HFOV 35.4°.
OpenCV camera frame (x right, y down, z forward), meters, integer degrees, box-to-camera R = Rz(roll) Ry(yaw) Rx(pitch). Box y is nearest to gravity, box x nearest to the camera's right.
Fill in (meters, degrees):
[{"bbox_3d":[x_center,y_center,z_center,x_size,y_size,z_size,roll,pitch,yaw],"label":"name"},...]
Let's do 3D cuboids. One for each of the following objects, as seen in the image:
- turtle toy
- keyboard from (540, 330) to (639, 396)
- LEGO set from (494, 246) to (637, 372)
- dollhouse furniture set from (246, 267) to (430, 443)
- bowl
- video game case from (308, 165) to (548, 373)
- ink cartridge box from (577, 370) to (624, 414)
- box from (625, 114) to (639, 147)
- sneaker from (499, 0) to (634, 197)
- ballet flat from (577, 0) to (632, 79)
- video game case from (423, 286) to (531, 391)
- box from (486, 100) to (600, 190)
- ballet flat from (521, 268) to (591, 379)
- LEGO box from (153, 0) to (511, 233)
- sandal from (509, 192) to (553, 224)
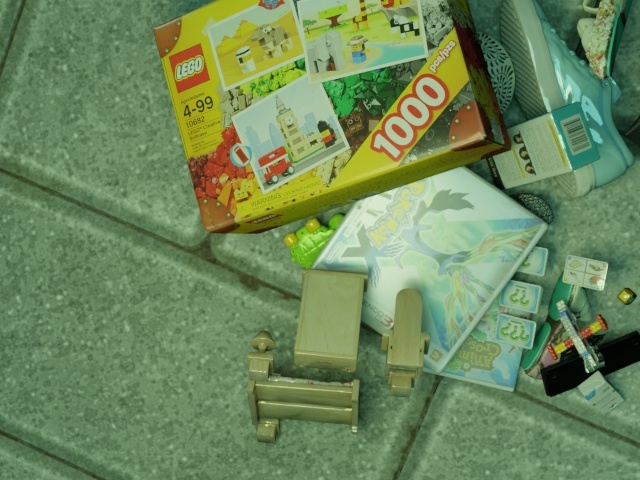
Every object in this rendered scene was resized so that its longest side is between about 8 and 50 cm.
[{"bbox_3d":[0.000,0.000,1.829,0.130,0.066,0.095,-34,100,10],"label":"turtle toy"},{"bbox_3d":[0.474,0.201,1.762,0.192,0.038,0.100,-22,127,-3],"label":"keyboard"},{"bbox_3d":[0.405,0.112,1.697,0.244,0.060,0.183,14,97,39],"label":"LEGO set"},{"bbox_3d":[0.032,0.224,1.801,0.303,0.356,0.174,5,54,4],"label":"dollhouse furniture set"},{"bbox_3d":[0.240,-0.271,1.722,0.170,0.080,0.170,9,108,29],"label":"bowl"},{"bbox_3d":[0.181,0.020,1.756,0.300,0.036,0.329,35,100,2],"label":"video game case"},{"bbox_3d":[0.498,0.271,1.778,0.048,0.028,0.083,-40,130,12],"label":"ink cartridge box"},{"bbox_3d":[0.667,-0.164,1.622,0.270,0.143,0.165,41,67,4],"label":"box"},{"bbox_3d":[0.423,-0.263,1.709,0.150,0.135,0.366,-21,93,-10],"label":"sneaker"},{"bbox_3d":[0.472,-0.372,1.671,0.077,0.091,0.241,11,67,25],"label":"ballet flat"},{"bbox_3d":[0.266,0.159,1.822,0.212,0.023,0.193,12,99,9],"label":"video game case"},{"bbox_3d":[0.357,-0.152,1.661,0.060,0.244,0.101,-22,93,-18],"label":"box"},{"bbox_3d":[0.431,0.149,1.773,0.079,0.077,0.222,18,105,-11],"label":"ballet flat"},{"bbox_3d":[0.017,-0.256,1.662,0.500,0.193,0.373,-18,83,23],"label":"LEGO box"},{"bbox_3d":[0.326,-0.048,1.785,0.179,0.040,0.067,-3,91,25],"label":"sandal"}]
